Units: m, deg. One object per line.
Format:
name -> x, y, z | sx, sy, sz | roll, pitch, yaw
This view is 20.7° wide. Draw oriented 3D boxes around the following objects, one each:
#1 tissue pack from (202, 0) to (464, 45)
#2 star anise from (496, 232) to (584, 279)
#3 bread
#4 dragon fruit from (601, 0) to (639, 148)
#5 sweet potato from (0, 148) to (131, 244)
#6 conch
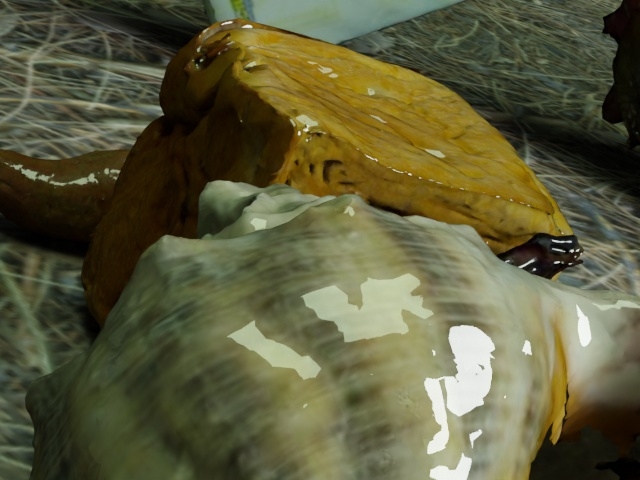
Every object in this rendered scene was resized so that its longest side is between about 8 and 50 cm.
tissue pack -> 0.073, -0.305, 1.176 | 0.388, 0.287, 0.162 | -19, 28, 0
star anise -> 0.021, 0.073, 0.601 | 0.212, 0.053, 0.157 | -7, 55, -20
bread -> 0.000, 0.000, 0.723 | 0.158, 0.149, 0.143 | 9, 24, -24
dragon fruit -> 0.371, -0.098, 1.194 | 0.296, 0.314, 0.263 | -8, 63, -20
sweet potato -> -0.099, -0.017, 0.826 | 0.194, 0.056, 0.056 | 12, 20, -3
conch -> 0.031, 0.112, 0.444 | 0.210, 0.159, 0.291 | -2, 66, -28
